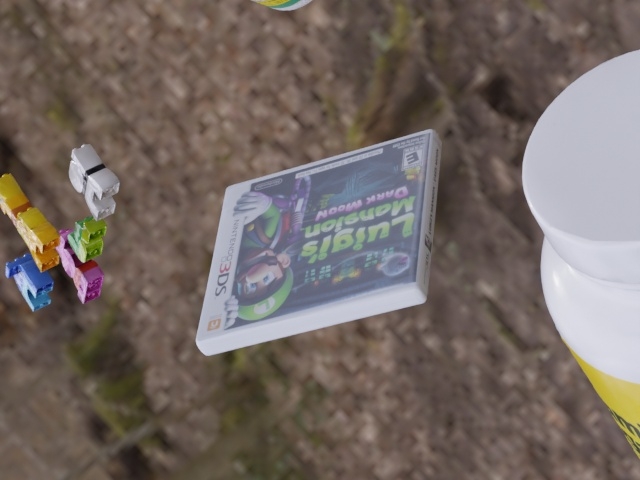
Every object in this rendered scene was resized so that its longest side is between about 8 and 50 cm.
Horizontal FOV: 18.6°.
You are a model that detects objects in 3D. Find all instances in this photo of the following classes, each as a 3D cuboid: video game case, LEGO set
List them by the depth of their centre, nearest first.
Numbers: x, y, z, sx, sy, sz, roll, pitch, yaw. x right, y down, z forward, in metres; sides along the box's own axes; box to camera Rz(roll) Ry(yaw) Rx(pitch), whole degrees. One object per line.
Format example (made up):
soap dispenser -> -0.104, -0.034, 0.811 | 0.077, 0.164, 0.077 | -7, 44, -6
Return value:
video game case -> 0.000, 0.000, 1.520 | 0.022, 0.190, 0.173 | 56, -150, -39
LEGO set -> -0.254, -0.017, 1.802 | 0.093, 0.087, 0.227 | 55, 155, 18

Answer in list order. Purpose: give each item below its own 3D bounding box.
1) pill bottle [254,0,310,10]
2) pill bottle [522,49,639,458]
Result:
pill bottle -> -0.088, -0.282, 1.699 | 0.208, 0.118, 0.117 | 16, -163, -44
pill bottle -> 0.245, 0.043, 1.173 | 0.188, 0.188, 0.334 | 39, 169, 46
